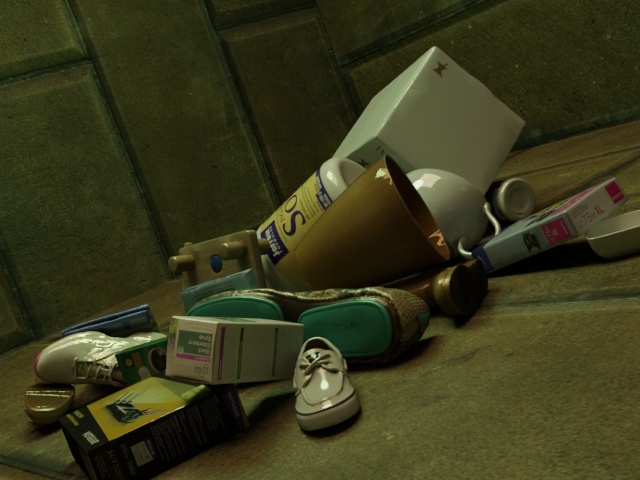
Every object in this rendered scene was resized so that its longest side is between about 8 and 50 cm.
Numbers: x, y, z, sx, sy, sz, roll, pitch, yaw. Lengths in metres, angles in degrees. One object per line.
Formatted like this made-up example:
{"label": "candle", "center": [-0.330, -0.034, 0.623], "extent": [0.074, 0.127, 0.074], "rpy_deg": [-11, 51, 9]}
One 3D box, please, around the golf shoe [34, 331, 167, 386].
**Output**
{"label": "golf shoe", "center": [-0.466, 0.266, 1.882], "extent": [0.306, 0.115, 0.140], "rpy_deg": [-5, 16, -16]}

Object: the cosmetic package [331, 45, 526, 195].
{"label": "cosmetic package", "center": [0.266, -0.241, 2.323], "extent": [0.327, 0.329, 0.393], "rpy_deg": [-56, 10, -22]}

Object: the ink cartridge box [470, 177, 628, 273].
{"label": "ink cartridge box", "center": [0.429, -0.018, 1.701], "extent": [0.185, 0.065, 0.311], "rpy_deg": [-28, -3, -37]}

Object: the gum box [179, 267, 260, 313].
{"label": "gum box", "center": [-0.176, 0.164, 1.718], "extent": [0.156, 0.185, 0.041], "rpy_deg": [-18, 8, 23]}

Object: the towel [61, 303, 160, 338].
{"label": "towel", "center": [-0.483, 0.237, 2.046], "extent": [0.209, 0.034, 0.285], "rpy_deg": [-16, -25, -10]}

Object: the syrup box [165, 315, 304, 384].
{"label": "syrup box", "center": [-0.129, 0.171, 1.362], "extent": [0.093, 0.097, 0.236], "rpy_deg": [3, -5, 32]}

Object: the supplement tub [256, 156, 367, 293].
{"label": "supplement tub", "center": [0.000, 0.000, 1.941], "extent": [0.331, 0.241, 0.241], "rpy_deg": [-43, -3, 23]}

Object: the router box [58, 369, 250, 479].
{"label": "router box", "center": [-0.283, 0.299, 1.414], "extent": [0.242, 0.081, 0.308], "rpy_deg": [-23, 8, -24]}

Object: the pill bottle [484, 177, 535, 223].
{"label": "pill bottle", "center": [0.460, -0.099, 2.249], "extent": [0.112, 0.112, 0.186], "rpy_deg": [-23, 8, -26]}

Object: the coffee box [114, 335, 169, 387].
{"label": "coffee box", "center": [-0.315, 0.254, 1.737], "extent": [0.184, 0.113, 0.040], "rpy_deg": [-19, 4, 22]}

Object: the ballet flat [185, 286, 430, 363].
{"label": "ballet flat", "center": [-0.020, 0.158, 1.549], "extent": [0.482, 0.164, 0.182], "rpy_deg": [-7, -1, 34]}

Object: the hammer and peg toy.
{"label": "hammer and peg toy", "center": [-0.247, 0.123, 1.914], "extent": [0.361, 0.266, 0.127], "rpy_deg": [-12, -3, 44]}

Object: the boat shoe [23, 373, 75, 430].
{"label": "boat shoe", "center": [-0.594, 0.358, 1.898], "extent": [0.104, 0.090, 0.285], "rpy_deg": [5, 5, -11]}

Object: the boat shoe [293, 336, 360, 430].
{"label": "boat shoe", "center": [0.002, 0.205, 1.294], "extent": [0.096, 0.088, 0.267], "rpy_deg": [-19, 7, 5]}

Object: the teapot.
{"label": "teapot", "center": [0.265, -0.032, 2.005], "extent": [0.187, 0.252, 0.256], "rpy_deg": [-65, 4, -26]}

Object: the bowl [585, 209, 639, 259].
{"label": "bowl", "center": [0.554, -0.012, 1.548], "extent": [0.142, 0.053, 0.142], "rpy_deg": [-18, 7, 22]}

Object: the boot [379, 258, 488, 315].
{"label": "boot", "center": [0.159, 0.116, 1.593], "extent": [0.269, 0.089, 0.236], "rpy_deg": [-17, -3, 25]}

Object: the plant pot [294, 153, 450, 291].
{"label": "plant pot", "center": [0.086, 0.000, 1.688], "extent": [0.254, 0.237, 0.237], "rpy_deg": [-33, 4, 15]}
